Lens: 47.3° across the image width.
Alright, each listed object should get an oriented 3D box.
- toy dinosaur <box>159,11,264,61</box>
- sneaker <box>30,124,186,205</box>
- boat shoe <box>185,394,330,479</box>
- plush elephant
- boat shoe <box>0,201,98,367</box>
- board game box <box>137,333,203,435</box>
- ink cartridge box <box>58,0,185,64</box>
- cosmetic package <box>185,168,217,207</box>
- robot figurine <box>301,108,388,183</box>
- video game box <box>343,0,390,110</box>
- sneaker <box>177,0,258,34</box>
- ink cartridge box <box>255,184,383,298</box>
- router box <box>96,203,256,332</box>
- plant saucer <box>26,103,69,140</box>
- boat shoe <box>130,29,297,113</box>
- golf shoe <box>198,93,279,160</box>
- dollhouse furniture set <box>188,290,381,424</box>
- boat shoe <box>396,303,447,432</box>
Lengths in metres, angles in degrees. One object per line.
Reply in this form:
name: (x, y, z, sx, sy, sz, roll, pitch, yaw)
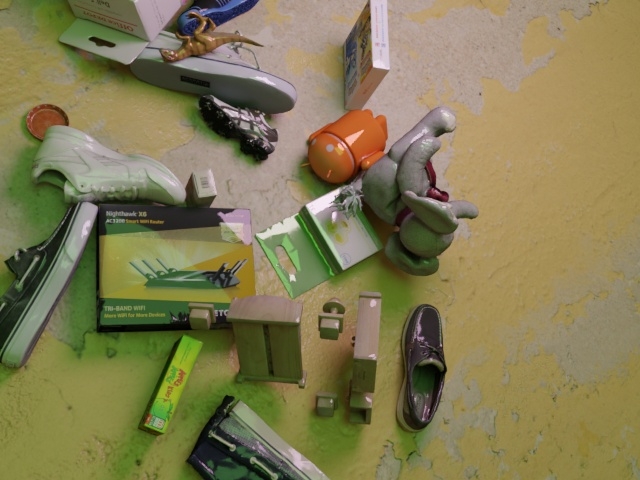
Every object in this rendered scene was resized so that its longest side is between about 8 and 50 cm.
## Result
toy dinosaur: (-0.233, -0.423, 1.536, 0.211, 0.064, 0.112, -15, 82, -4)
sneaker: (-0.423, -0.112, 1.455, 0.305, 0.114, 0.152, 20, 61, -4)
boat shoe: (-0.101, 0.464, 1.396, 0.340, 0.127, 0.158, 40, 70, 4)
plush elephant: (0.219, -0.080, 1.584, 0.330, 0.272, 0.255, -37, 77, -25)
boat shoe: (-0.526, 0.063, 1.344, 0.119, 0.121, 0.335, 27, 72, -11)
board game box: (-0.286, 0.276, 1.391, 0.043, 0.092, 0.181, 26, 66, -13)
ink cartridge box: (-0.405, -0.558, 1.564, 0.207, 0.119, 0.353, 21, 64, 16)
cosmetic package: (-0.250, -0.099, 1.514, 0.041, 0.115, 0.060, -10, 76, -22)
robot figurine: (0.062, -0.213, 1.662, 0.219, 0.128, 0.158, -39, 90, -26)
video game box: (0.104, -0.431, 1.708, 0.048, 0.205, 0.187, 2, 72, -16)
sneaker: (-0.249, -0.551, 1.687, 0.232, 0.081, 0.090, -35, 85, -33)
ink cartridge box: (0.000, 0.000, 1.613, 0.235, 0.056, 0.171, -28, 85, -28)
router box: (-0.289, 0.056, 1.467, 0.309, 0.081, 0.243, 0, 73, -21)
plant saucer: (-0.559, -0.241, 1.499, 0.083, 0.013, 0.083, 7, 70, -19)
boat shoe: (-0.223, -0.397, 1.624, 0.367, 0.136, 0.156, 12, 66, -7)
golf shoe: (-0.179, -0.266, 1.624, 0.198, 0.077, 0.094, 39, 57, -15)
dollhouse furniture set: (-0.060, 0.204, 1.482, 0.356, 0.303, 0.174, 4, 41, 6)
boat shoe: (0.230, 0.271, 1.588, 0.103, 0.092, 0.285, 18, 67, -14)
